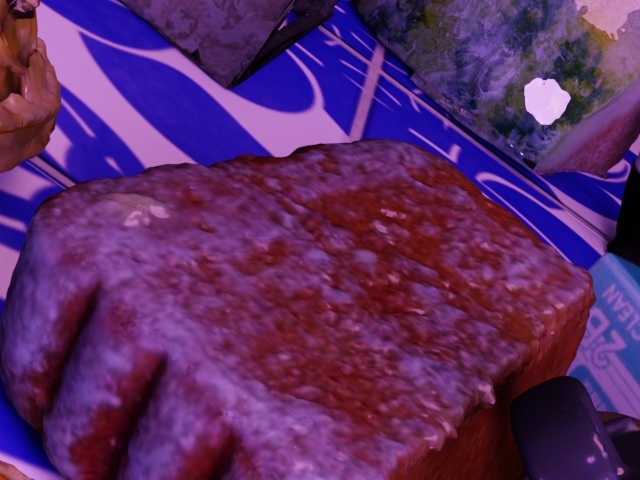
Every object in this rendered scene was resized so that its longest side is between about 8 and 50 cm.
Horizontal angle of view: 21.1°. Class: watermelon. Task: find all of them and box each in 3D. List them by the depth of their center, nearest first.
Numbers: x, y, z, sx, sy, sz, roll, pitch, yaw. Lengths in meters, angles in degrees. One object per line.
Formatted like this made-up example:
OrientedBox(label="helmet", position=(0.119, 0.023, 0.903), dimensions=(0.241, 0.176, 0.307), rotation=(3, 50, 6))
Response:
OrientedBox(label="watermelon", position=(0.137, -0.188, 1.391), dimensions=(0.305, 0.224, 0.180), rotation=(49, -22, 32))

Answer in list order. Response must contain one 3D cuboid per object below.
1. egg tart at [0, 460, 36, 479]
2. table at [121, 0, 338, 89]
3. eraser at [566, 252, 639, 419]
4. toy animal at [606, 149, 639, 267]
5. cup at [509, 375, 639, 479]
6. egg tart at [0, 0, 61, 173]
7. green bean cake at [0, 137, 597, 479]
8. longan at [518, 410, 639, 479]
OrientedBox(label="egg tart", position=(-0.107, 0.127, 0.366), dimensions=(0.232, 0.098, 0.252), rotation=(13, 28, -37))
OrientedBox(label="table", position=(-0.012, -0.315, 1.101), dimensions=(0.222, 0.335, 0.272), rotation=(38, 20, 0))
OrientedBox(label="eraser", position=(0.179, 0.112, 0.869), dimensions=(0.052, 0.095, 0.225), rotation=(26, 23, -40))
OrientedBox(label="toy animal", position=(0.298, -0.035, 1.283), dimensions=(0.138, 0.179, 0.166), rotation=(19, 17, -12))
OrientedBox(label="cup", position=(0.126, 0.135, 0.597), dimensions=(0.223, 0.169, 0.176), rotation=(60, 9, -18))
OrientedBox(label="egg tart", position=(-0.215, -0.139, 0.719), dimensions=(0.290, 0.107, 0.291), rotation=(33, 20, -14))
OrientedBox(label="green bean cake", position=(0.009, 0.055, 0.644), dimensions=(0.232, 0.097, 0.198), rotation=(-14, 48, -47))
OrientedBox(label="longan", position=(0.114, 0.130, 0.736), dimensions=(0.106, 0.106, 0.119), rotation=(36, 62, -6))
